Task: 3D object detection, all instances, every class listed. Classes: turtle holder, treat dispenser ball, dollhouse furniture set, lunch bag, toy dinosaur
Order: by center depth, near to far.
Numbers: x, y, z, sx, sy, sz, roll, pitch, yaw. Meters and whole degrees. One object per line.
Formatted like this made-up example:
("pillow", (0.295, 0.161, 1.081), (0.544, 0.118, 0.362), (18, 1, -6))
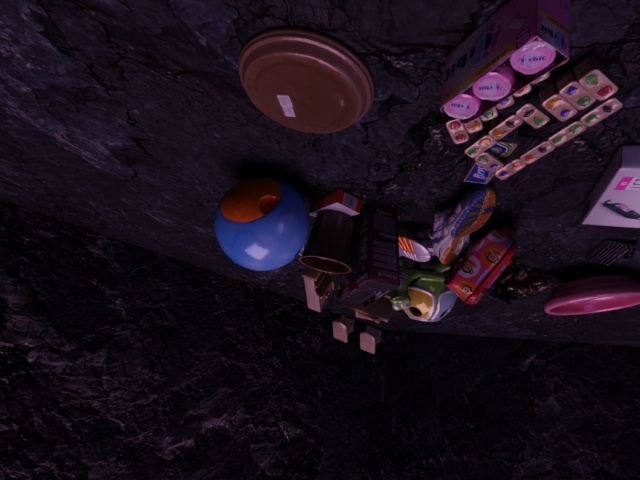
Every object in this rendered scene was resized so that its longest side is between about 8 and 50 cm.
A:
("treat dispenser ball", (-0.176, -0.051, 1.227), (0.288, 0.288, 0.288), (11, 162, 4))
("lunch bag", (0.504, 0.070, 1.240), (0.120, 0.258, 0.293), (39, -173, 20))
("toy dinosaur", (0.709, 0.165, 1.546), (0.321, 0.164, 0.218), (-22, 165, 25))
("turtle holder", (0.410, 0.196, 1.554), (0.243, 0.228, 0.320), (5, -179, 17))
("dollhouse furniture set", (0.141, 0.238, 1.826), (0.394, 0.362, 0.257), (17, 138, 22))

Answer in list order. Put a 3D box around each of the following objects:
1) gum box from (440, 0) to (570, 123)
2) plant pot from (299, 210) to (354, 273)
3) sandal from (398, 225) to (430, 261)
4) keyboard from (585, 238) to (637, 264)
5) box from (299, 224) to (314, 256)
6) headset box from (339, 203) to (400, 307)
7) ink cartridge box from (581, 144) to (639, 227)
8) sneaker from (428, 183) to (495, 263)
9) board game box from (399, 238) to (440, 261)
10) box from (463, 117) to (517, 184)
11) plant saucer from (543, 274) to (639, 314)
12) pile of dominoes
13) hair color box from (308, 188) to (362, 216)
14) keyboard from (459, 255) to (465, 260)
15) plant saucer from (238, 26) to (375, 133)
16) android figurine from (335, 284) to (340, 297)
("gum box", (0.257, -0.265, 0.588), (0.062, 0.107, 0.188), (19, 161, -19))
("plant pot", (0.030, 0.003, 1.280), (0.166, 0.165, 0.167), (11, 162, 4))
("sandal", (0.276, -0.013, 1.406), (0.265, 0.076, 0.102), (24, 147, 37))
("keyboard", (0.897, 0.040, 1.222), (0.108, 0.023, 0.180), (6, 162, 18))
("box", (0.000, 0.000, 1.578), (0.275, 0.094, 0.113), (-5, 154, 44))
("headset box", (0.153, 0.068, 1.297), (0.110, 0.293, 0.218), (14, 150, -18))
("ink cartridge box", (0.727, -0.102, 0.851), (0.238, 0.060, 0.275), (7, 161, 21))
("sneaker", (0.374, -0.062, 1.124), (0.111, 0.131, 0.296), (-11, 144, -19))
("board game box", (0.377, 0.037, 1.529), (0.211, 0.039, 0.160), (4, 161, 22))
("box", (0.355, -0.183, 0.847), (0.054, 0.059, 0.169), (10, 162, 6))
("plant saucer", (0.985, 0.197, 1.447), (0.332, 0.084, 0.332), (-2, 158, -1))
("pile of dominoes", (0.354, -0.205, 0.690), (0.196, 0.040, 0.251), (26, 143, -19))
("hair color box", (0.045, -0.108, 1.292), (0.093, 0.053, 0.167), (23, 158, -29))
("keyboard", (0.605, 0.049, 1.455), (0.072, 0.014, 0.256), (15, 162, -9))
("plant saucer", (-0.031, -0.296, 0.797), (0.277, 0.041, 0.278), (11, 163, 3))
("android figurine", (0.215, 0.261, 2.107), (0.272, 0.056, 0.248), (-12, -164, -42))
